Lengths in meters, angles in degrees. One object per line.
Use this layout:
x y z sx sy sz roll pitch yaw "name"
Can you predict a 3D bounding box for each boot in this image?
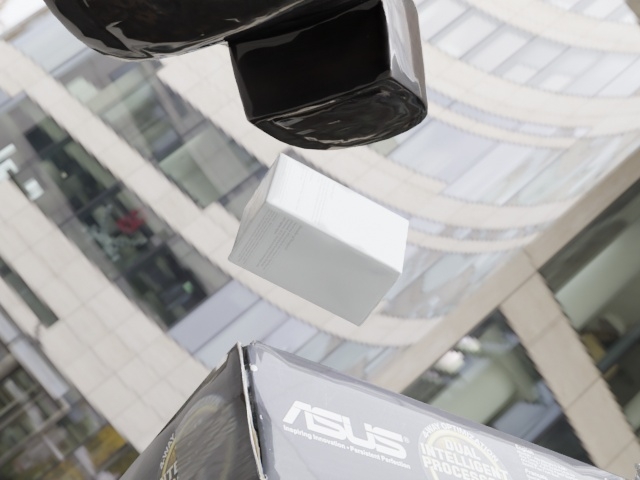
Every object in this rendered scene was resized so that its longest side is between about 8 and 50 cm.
-0.033 -0.195 0.374 0.264 0.096 0.280 19 59 -65 "boot"

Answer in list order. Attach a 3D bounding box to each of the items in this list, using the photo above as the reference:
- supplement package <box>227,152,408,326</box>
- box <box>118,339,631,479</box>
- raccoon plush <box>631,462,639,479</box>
0.000 0.000 1.303 0.179 0.105 0.105 28 -54 -11 "supplement package"
0.035 0.243 0.643 0.395 0.318 0.097 23 34 -29 "box"
0.423 0.271 0.808 0.446 0.299 0.216 -90 177 -60 "raccoon plush"
